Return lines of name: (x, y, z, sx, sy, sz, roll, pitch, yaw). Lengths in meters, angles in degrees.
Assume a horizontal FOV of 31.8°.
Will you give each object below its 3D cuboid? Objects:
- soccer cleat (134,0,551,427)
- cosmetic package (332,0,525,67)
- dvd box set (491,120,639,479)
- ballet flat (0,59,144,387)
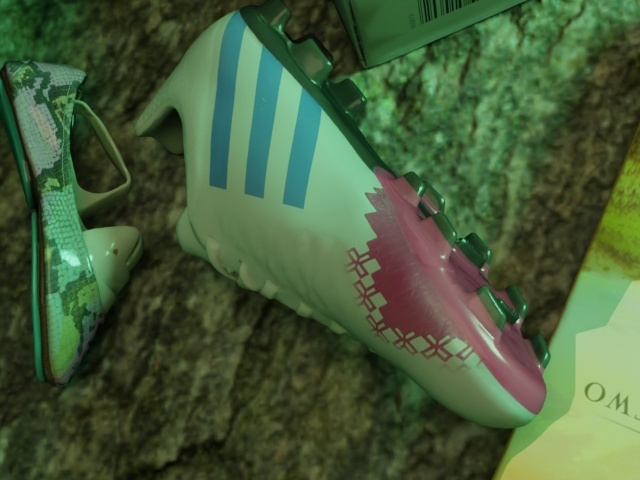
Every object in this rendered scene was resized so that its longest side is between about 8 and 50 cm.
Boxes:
soccer cleat: (0.000, 0.000, 0.655, 0.143, 0.116, 0.331, -41, 55, 10)
cosmetic package: (0.035, -0.291, 0.747, 0.160, 0.113, 0.309, -22, 70, 2)
dvd box set: (0.286, 0.063, 0.612, 0.307, 0.062, 0.420, 23, 74, 15)
ballet flat: (-0.157, -0.019, 0.718, 0.079, 0.077, 0.221, -9, 70, -15)
